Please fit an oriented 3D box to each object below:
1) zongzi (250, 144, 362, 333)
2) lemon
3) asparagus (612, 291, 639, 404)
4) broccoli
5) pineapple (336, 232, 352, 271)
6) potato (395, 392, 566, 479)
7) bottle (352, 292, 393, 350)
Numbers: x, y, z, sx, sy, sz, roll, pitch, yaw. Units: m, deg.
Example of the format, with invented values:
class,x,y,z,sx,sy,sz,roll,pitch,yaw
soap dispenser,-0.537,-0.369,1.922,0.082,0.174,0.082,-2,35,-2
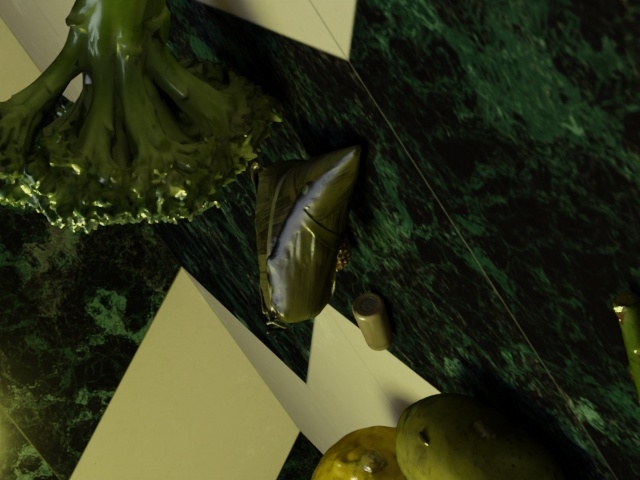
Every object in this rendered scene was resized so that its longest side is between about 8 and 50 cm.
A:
class,x,y,z,sx,sy,sz,roll,pitch,yaw
zongzi,-0.001,0.003,1.007,0.204,0.094,0.204,-7,85,58
lemon,0.112,0.443,1.490,0.285,0.285,0.316,50,142,10
asparagus,0.269,0.130,0.743,0.025,0.024,0.248,-80,-27,-46
broccoli,-0.182,-0.196,0.986,0.275,0.396,0.353,22,-174,10
pineapple,0.008,-0.009,1.143,0.058,0.058,0.124,44,163,30
potato,0.190,0.275,1.070,0.197,0.148,0.228,42,169,-11
bottle,0.074,0.115,1.255,0.045,0.045,0.096,42,163,36
